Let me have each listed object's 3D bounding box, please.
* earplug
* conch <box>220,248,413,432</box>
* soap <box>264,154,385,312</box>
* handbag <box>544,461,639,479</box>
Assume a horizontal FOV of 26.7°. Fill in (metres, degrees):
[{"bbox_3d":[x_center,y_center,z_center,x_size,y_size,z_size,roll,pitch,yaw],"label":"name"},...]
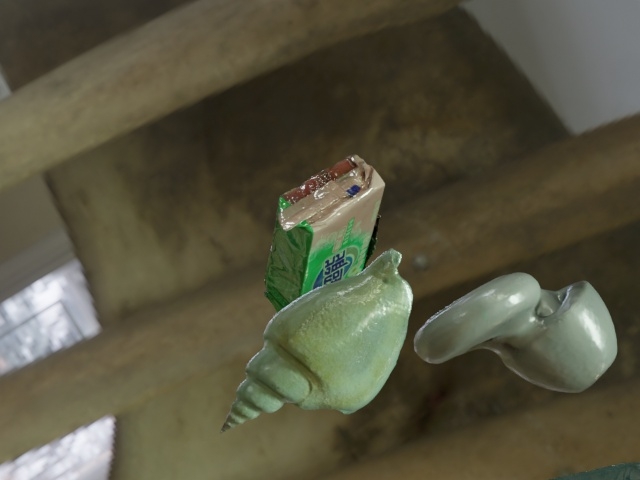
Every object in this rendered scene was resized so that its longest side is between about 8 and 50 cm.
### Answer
[{"bbox_3d":[0.301,0.141,2.072,0.214,0.325,0.175,134,-42,-60],"label":"earplug"},{"bbox_3d":[0.001,0.082,0.956,0.088,0.180,0.065,49,0,14],"label":"conch"},{"bbox_3d":[-0.002,-0.002,2.127,0.098,0.218,0.273,48,-30,24],"label":"soap"},{"bbox_3d":[0.334,0.371,1.717,0.057,0.221,0.144,63,16,-67],"label":"handbag"}]
